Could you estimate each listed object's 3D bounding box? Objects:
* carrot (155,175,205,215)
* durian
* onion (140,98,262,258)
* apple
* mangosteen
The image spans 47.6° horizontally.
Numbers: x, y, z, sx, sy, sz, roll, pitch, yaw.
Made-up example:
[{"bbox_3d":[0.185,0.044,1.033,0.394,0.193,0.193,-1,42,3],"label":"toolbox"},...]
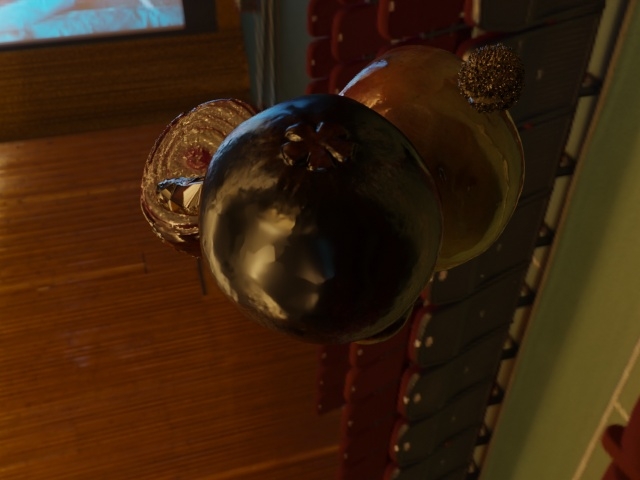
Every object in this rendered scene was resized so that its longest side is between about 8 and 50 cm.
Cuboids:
[{"bbox_3d":[-0.171,-0.067,1.072,0.229,0.069,0.068,3,104,50],"label":"carrot"},{"bbox_3d":[0.192,-0.186,0.813,0.080,0.080,0.091,137,148,-74],"label":"durian"},{"bbox_3d":[-0.196,-0.110,1.523,0.336,0.282,0.260,-62,-25,-9],"label":"onion"},{"bbox_3d":[0.146,-0.116,1.088,0.305,0.338,0.338,39,162,-1],"label":"apple"},{"bbox_3d":[0.000,0.000,0.803,0.302,0.275,0.274,84,168,-53],"label":"mangosteen"}]
